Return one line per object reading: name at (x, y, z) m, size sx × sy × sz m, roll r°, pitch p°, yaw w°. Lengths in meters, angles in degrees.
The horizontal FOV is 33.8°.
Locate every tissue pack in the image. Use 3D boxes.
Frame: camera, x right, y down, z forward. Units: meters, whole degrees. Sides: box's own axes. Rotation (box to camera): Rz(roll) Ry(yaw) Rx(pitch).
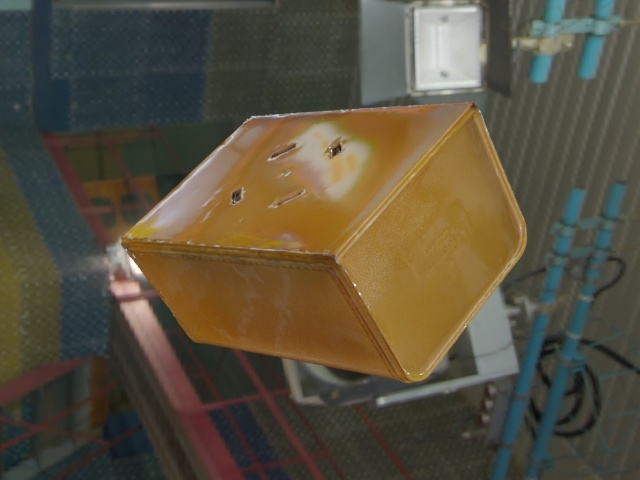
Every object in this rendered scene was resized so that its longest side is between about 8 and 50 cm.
tissue pack at (0.000, 0.000, 0.883) m, size 0.275 × 0.194 × 0.145 m, roll 4°, pitch -50°, yaw 48°
